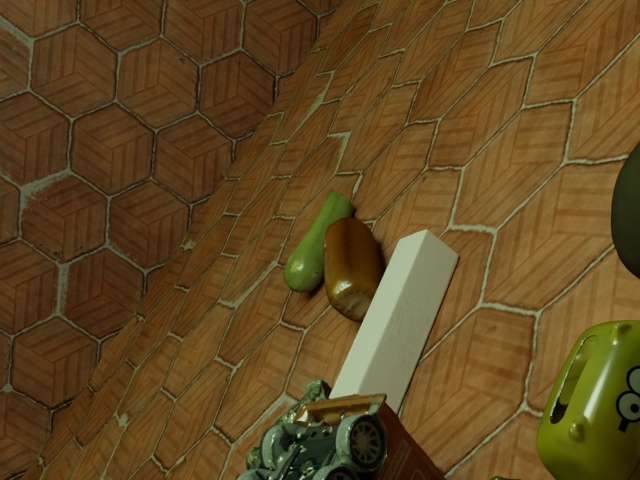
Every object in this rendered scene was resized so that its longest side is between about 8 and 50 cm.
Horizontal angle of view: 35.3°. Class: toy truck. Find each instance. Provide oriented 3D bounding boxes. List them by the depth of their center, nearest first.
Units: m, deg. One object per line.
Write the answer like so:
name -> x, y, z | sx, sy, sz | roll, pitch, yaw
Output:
toy truck -> -0.008, 0.380, 1.157 | 0.173, 0.207, 0.388 | -17, 33, 46

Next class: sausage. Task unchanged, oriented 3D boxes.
sausage -> 0.056, 0.046, 1.769 | 0.105, 0.105, 0.274 | -46, 20, 20

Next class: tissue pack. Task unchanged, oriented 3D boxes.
tissue pack -> 0.292, 0.165, 0.993 | 0.178, 0.127, 0.123 | -60, 18, -19

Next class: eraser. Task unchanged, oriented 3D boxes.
eraser -> 0.116, 0.128, 1.530 | 0.076, 0.078, 0.298 | -24, 35, 55

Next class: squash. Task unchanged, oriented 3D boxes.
squash -> 0.000, 0.000, 2.019 | 0.083, 0.083, 0.250 | -25, 32, 54

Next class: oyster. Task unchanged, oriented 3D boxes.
oyster -> -0.051, 0.329, 1.606 | 0.199, 0.087, 0.252 | -60, 8, -18

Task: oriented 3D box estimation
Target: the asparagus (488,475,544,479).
asparagus -> 0.223, 0.276, 1.120 | 0.025, 0.021, 0.108 | -56, 18, -21

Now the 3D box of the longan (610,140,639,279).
longan -> 0.397, -0.043, 1.009 | 0.220, 0.196, 0.196 | -46, 20, 4
